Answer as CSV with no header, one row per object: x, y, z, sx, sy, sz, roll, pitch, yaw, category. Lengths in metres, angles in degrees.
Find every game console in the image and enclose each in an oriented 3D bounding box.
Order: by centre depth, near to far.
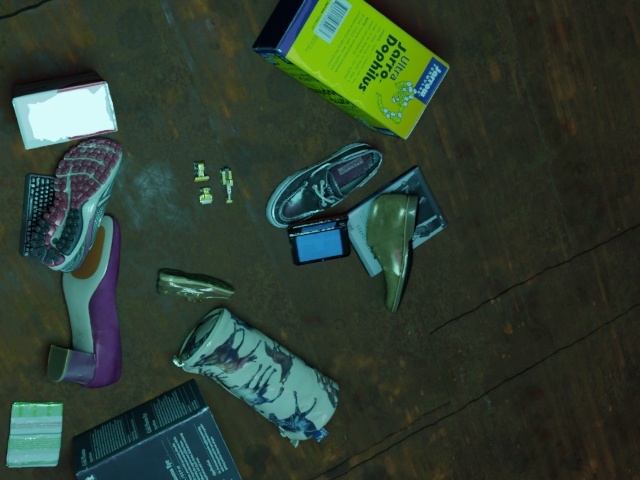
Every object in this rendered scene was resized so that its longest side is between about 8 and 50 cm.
0.000,0.000,1.873,0.144,0.124,0.085,-11,81,-4,game console

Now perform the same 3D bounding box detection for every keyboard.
-0.577,-0.048,1.699,0.108,0.023,0.180,5,102,-21,keyboard

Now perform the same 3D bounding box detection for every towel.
-0.643,0.436,1.799,0.113,0.023,0.152,4,99,-23,towel

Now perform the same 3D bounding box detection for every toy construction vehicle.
-0.239,-0.130,1.794,0.085,0.035,0.098,-5,105,-19,toy construction vehicle

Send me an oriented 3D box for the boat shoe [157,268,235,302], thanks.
-0.286,0.111,1.825,0.177,0.064,0.060,12,104,-16,boat shoe

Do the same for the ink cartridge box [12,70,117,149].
-0.503,-0.260,1.558,0.171,0.237,0.100,-15,110,-16,ink cartridge box

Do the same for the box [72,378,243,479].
-0.354,0.556,1.845,0.312,0.179,0.343,-25,110,-14,box

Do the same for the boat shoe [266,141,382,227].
0.013,-0.124,1.849,0.301,0.102,0.108,-31,111,-10,boat shoe

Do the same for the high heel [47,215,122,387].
-0.478,0.138,1.764,0.181,0.127,0.377,19,89,-57,high heel

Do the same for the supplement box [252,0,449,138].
0.065,-0.401,1.750,0.356,0.194,0.195,30,91,-23,supplement box

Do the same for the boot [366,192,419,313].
0.168,0.030,1.934,0.115,0.112,0.305,7,109,10,boot

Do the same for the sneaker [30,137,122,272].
-0.502,-0.078,1.671,0.120,0.112,0.299,20,76,15,sneaker

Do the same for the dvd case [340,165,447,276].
0.180,-0.046,1.970,0.238,0.029,0.179,-33,112,-9,dvd case

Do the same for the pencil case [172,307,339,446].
-0.145,0.320,1.873,0.410,0.160,0.184,38,74,-24,pencil case
